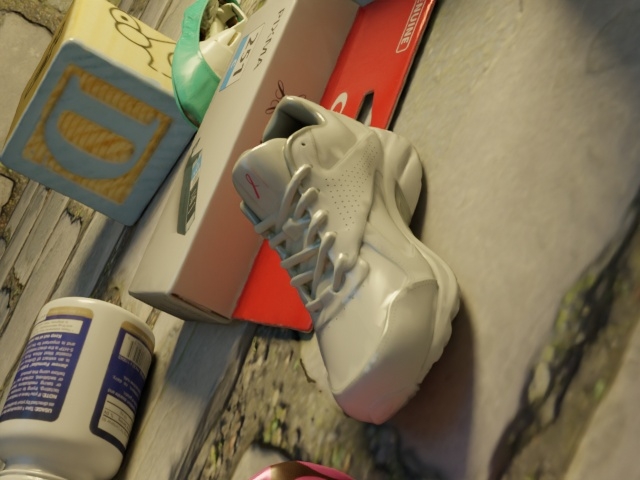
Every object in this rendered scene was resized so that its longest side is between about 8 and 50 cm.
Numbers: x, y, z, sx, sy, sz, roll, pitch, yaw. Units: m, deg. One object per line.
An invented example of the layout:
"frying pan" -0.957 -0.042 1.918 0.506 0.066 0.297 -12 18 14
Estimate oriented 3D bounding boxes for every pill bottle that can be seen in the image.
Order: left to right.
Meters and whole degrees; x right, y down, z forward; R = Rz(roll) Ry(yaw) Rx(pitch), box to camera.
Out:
"pill bottle" -0.221 0.155 0.767 0.112 0.112 0.187 -35 36 47

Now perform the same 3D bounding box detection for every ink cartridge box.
"ink cartridge box" -0.039 -0.078 0.703 0.261 0.066 0.296 -6 60 63

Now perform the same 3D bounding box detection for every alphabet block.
"alphabet block" -0.276 -0.174 1.126 0.193 0.192 0.197 -50 26 21

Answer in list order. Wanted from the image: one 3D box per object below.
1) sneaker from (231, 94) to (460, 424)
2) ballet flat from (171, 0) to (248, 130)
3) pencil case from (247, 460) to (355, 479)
"sneaker" 0.000 0.000 0.478 0.090 0.115 0.232 -50 27 26
"ballet flat" -0.120 -0.221 1.000 0.087 0.083 0.247 -36 35 21
"pencil case" 0.013 0.160 0.310 0.095 0.098 0.209 -61 23 4
